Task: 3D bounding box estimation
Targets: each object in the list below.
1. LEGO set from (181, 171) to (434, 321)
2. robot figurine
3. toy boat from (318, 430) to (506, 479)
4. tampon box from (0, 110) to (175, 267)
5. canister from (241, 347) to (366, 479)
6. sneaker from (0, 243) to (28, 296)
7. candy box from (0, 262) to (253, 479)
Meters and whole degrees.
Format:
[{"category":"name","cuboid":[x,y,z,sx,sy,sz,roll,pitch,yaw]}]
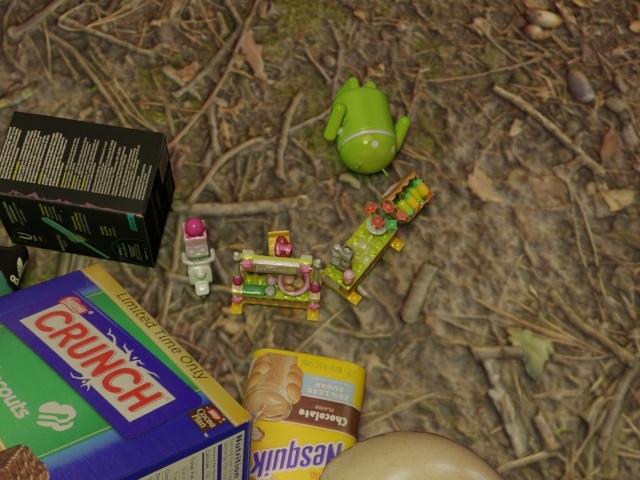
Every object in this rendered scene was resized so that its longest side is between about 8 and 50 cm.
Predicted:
[{"category":"LEGO set","cuboid":[0.000,0.000,1.144,0.287,0.107,0.132,-15,65,-10]},{"category":"robot figurine","cuboid":[0.049,-0.125,1.231,0.101,0.067,0.115,9,58,-32]},{"category":"toy boat","cuboid":[0.049,0.320,0.956,0.267,0.148,0.318,47,71,-20]},{"category":"tampon box","cuboid":[-0.246,-0.053,1.152,0.161,0.120,0.101,10,64,2]},{"category":"canister","cuboid":[-0.025,0.198,1.063,0.126,0.073,0.170,9,62,2]},{"category":"sneaker","cuboid":[-0.439,-0.024,1.143,0.302,0.108,0.121,36,66,6]},{"category":"candy box","cuboid":[-0.259,0.173,0.940,0.317,0.122,0.268,-19,41,-37]}]
